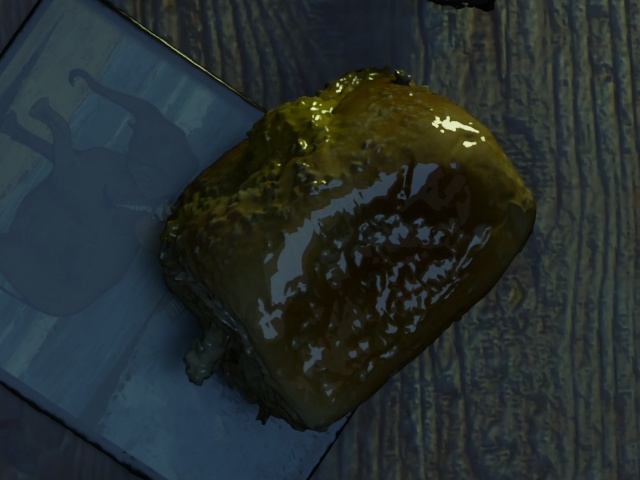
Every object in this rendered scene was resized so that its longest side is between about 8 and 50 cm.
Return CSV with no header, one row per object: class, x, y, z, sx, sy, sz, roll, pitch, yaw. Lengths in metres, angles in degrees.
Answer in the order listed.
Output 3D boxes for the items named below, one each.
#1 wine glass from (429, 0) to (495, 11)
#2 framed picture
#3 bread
wine glass,0.100,-0.264,1.376,0.122,0.122,0.183,23,82,-7
framed picture,-0.110,0.015,1.379,0.347,0.016,0.265,36,82,-6
bread,0.000,0.000,1.292,0.246,0.195,0.176,-39,98,-9
